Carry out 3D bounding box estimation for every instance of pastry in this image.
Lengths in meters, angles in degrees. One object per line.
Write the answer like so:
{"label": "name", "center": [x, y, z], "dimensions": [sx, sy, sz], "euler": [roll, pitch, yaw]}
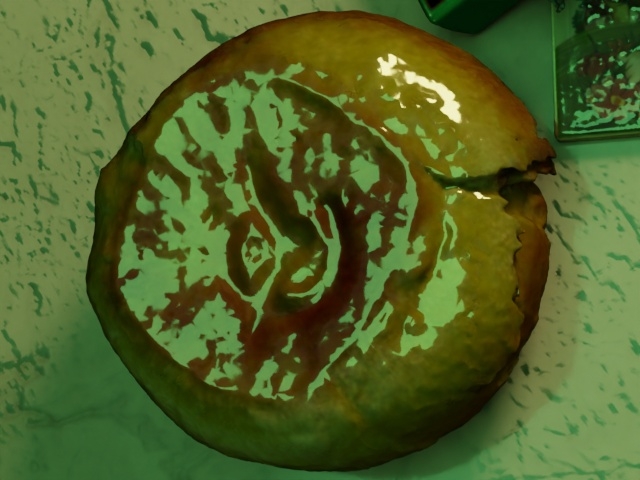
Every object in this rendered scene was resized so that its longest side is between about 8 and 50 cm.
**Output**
{"label": "pastry", "center": [0.000, 0.000, 1.401], "dimensions": [0.356, 0.164, 0.356], "euler": [-1, 84, 14]}

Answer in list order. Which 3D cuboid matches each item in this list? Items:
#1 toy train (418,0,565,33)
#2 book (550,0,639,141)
{"label": "toy train", "center": [0.111, -0.248, 1.433], "dimensions": [0.136, 0.091, 0.228], "euler": [-40, 65, 28]}
{"label": "book", "center": [0.278, -0.238, 1.417], "dimensions": [0.228, 0.018, 0.323], "euler": [-4, 80, 18]}
